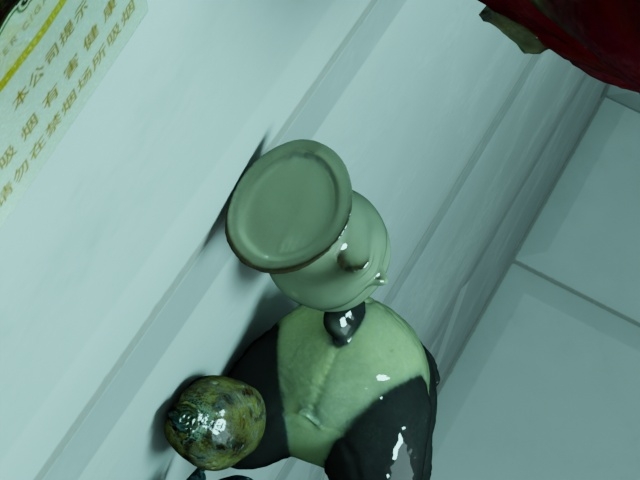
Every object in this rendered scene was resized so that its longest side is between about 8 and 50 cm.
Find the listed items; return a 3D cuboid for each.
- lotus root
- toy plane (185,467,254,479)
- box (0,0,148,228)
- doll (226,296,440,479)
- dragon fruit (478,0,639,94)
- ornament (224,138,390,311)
[{"bbox_3d":[-0.061,0.105,0.838,0.054,0.049,0.099,-61,164,2],"label":"lotus root"},{"bbox_3d":[-0.082,0.212,0.889,0.235,0.096,0.060,-48,176,32],"label":"toy plane"},{"bbox_3d":[-0.083,-0.068,0.357,0.090,0.024,0.167,-59,170,-17],"label":"box"},{"bbox_3d":[0.018,0.106,0.978,0.234,0.143,0.135,40,72,-79],"label":"doll"},{"bbox_3d":[0.183,-0.194,0.569,0.329,0.329,0.329,-59,169,-19],"label":"dragon fruit"},{"bbox_3d":[0.000,0.000,0.789,0.075,0.081,0.156,-58,165,-6],"label":"ornament"}]
